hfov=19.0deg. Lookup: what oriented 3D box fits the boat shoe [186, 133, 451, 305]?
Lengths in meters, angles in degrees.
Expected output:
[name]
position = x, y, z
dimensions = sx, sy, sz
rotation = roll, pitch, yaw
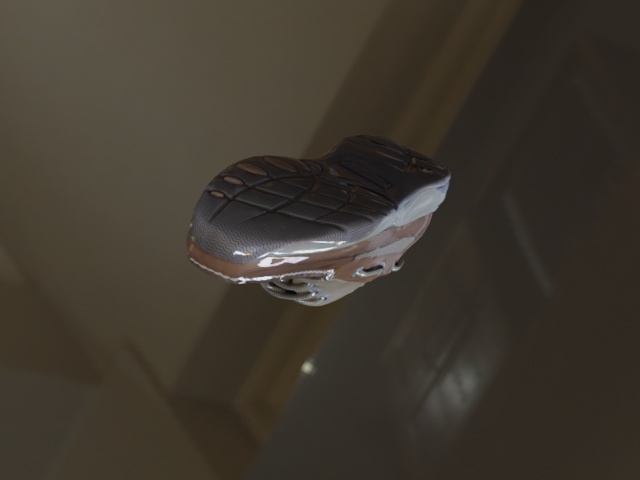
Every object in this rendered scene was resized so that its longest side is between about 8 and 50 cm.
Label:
[boat shoe]
position = 0.000, 0.000, 1.530
dimensions = 0.123, 0.116, 0.324
rotation = 31, -156, 25
